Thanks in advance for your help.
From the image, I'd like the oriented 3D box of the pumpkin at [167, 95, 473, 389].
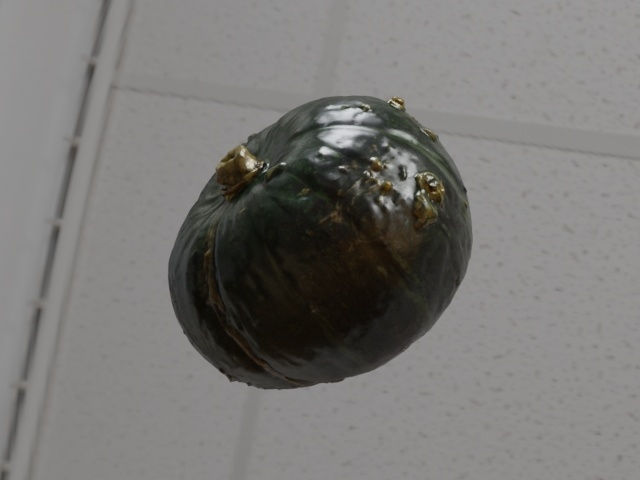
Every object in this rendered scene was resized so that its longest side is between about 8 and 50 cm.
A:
[{"bbox_3d":[-0.001,0.001,0.819,0.190,0.146,0.190,-20,-149,13],"label":"pumpkin"}]
